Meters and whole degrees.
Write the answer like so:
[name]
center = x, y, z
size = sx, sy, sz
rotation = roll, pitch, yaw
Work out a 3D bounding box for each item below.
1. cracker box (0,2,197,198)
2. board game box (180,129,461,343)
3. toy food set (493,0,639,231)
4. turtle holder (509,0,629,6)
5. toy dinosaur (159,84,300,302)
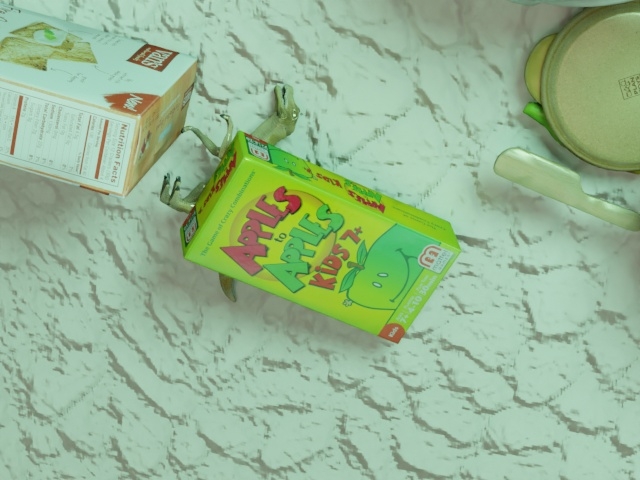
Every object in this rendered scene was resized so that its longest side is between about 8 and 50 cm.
[cracker box]
center = -0.219, -0.113, 1.203
size = 0.232, 0.156, 0.067
rotation = 16, 113, 4
[board game box]
center = 0.000, 0.000, 1.230
size = 0.181, 0.043, 0.092
rotation = 23, 116, -22
[toy food set]
center = 0.211, -0.113, 1.187
size = 0.132, 0.038, 0.192
rotation = 25, 103, -5
[turtle holder]
center = 0.190, -0.256, 1.050
size = 0.320, 0.243, 0.227
rotation = 16, 136, -37
[toy dinosaur]
center = -0.068, -0.029, 1.253
size = 0.092, 0.053, 0.183
rotation = 13, 112, -16
